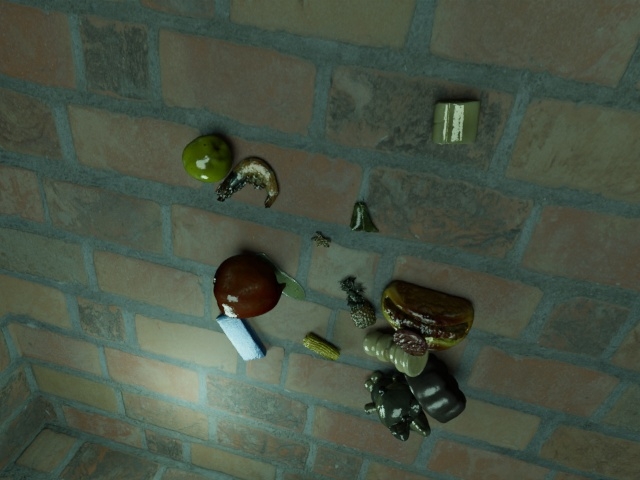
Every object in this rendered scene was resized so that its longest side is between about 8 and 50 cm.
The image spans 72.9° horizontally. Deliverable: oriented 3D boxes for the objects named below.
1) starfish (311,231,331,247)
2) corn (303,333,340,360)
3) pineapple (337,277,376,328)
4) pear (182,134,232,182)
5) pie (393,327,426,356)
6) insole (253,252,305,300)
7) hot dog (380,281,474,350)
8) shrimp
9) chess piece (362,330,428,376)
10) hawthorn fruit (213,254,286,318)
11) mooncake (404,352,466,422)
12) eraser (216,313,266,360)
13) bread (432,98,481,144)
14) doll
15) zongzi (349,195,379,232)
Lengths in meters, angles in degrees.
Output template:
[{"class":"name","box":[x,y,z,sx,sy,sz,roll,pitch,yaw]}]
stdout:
[{"class":"starfish","box":[0.000,0.000,1.886,0.091,0.028,0.078,8,124,15]},{"class":"corn","box":[0.004,0.540,2.188,0.203,0.072,0.072,30,123,-6]},{"class":"pineapple","box":[0.169,0.280,1.976,0.125,0.125,0.251,-20,103,24]},{"class":"pear","box":[-0.446,-0.318,1.715,0.198,0.198,0.198,6,122,11]},{"class":"pie","box":[0.370,0.420,1.784,0.155,0.036,0.154,22,139,20]},{"class":"insole","box":[-0.193,0.176,2.055,0.109,0.007,0.322,-35,108,29]},{"class":"hot dog","box":[0.453,0.337,1.860,0.406,0.223,0.185,15,125,6]},{"class":"shrimp","box":[-0.303,-0.210,1.819,0.291,0.054,0.222,-31,109,24]},{"class":"chess piece","box":[0.324,0.504,1.990,0.300,0.167,0.166,6,127,46]},{"class":"hawthorn fruit","box":[-0.339,0.220,1.953,0.312,0.295,0.294,30,124,8]},{"class":"mooncake","box":[0.530,0.670,1.995,0.154,0.306,0.306,-40,105,16]},{"class":"eraser","box":[-0.415,0.502,2.288,0.144,0.042,0.311,-17,115,24]},{"class":"bread","box":[0.456,-0.404,1.461,0.148,0.134,0.141,-1,116,1]},{"class":"doll","box":[0.418,0.811,2.112,0.379,0.382,0.252,26,91,-18]},{"class":"zongzi","box":[0.195,-0.109,1.770,0.131,0.062,0.154,7,108,-14]}]
